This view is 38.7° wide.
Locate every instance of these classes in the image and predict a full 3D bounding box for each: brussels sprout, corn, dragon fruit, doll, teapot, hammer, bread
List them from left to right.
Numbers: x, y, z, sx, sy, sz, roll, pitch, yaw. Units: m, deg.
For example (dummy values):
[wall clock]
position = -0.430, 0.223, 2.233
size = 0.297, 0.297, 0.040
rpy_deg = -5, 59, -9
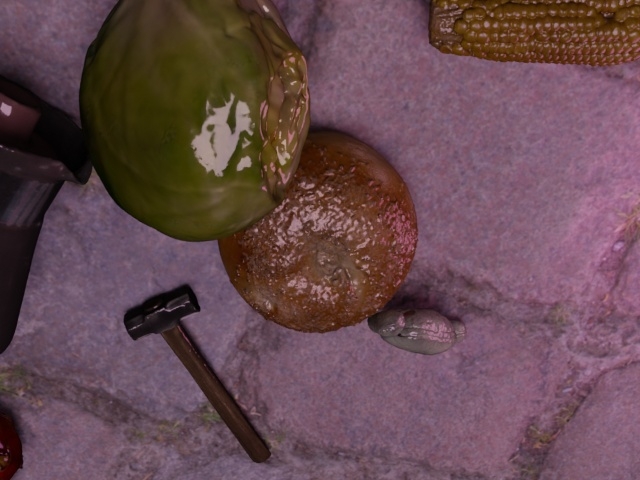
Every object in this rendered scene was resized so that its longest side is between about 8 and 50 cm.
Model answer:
[teapot]
position = -0.495, -0.056, 1.140
size = 0.376, 0.305, 0.362
rpy_deg = 37, 102, 7
[dragon fruit]
position = -0.526, 0.353, 1.435
size = 0.125, 0.125, 0.246
rpy_deg = -22, 132, -17
[brussels sprout]
position = -0.136, -0.165, 1.087
size = 0.268, 0.344, 0.344
rpy_deg = 9, 121, -44
[hammer]
position = -0.173, 0.229, 1.455
size = 0.111, 0.043, 0.365
rpy_deg = -26, 121, 6
[bread]
position = 0.000, 0.000, 1.278
size = 0.305, 0.159, 0.306
rpy_deg = -3, 118, -6
[doll]
position = 0.146, 0.138, 1.391
size = 0.214, 0.103, 0.072
rpy_deg = 11, 80, -47
[corn]
position = 0.299, -0.287, 1.183
size = 0.321, 0.119, 0.119
rpy_deg = 2, 119, -3
